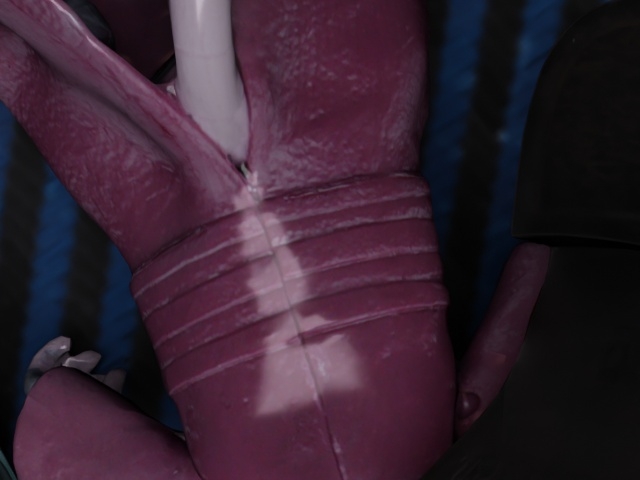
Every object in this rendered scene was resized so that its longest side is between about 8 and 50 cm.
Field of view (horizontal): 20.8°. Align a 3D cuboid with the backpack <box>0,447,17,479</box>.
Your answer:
[{"bbox_3d":[-0.197,0.156,0.624,0.225,0.191,0.253,-20,105,1],"label":"backpack"}]

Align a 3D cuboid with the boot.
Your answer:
[{"bbox_3d":[0.131,0.070,0.579,0.096,0.280,0.264,7,87,34],"label":"boot"}]

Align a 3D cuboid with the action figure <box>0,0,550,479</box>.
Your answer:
[{"bbox_3d":[0.000,0.000,0.572,0.248,0.276,0.370,-20,84,-2],"label":"action figure"}]
